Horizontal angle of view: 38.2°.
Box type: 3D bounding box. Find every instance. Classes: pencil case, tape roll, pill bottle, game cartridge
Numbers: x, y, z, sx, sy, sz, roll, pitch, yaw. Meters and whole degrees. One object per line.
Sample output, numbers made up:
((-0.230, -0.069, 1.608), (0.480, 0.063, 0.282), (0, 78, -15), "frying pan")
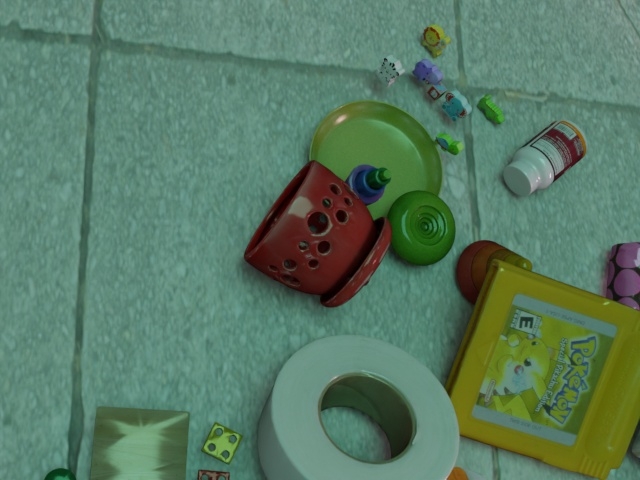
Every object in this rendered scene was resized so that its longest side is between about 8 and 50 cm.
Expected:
((0.552, 0.106, 1.612), (0.098, 0.095, 0.209), (23, 68, -25), "pencil case")
((0.055, 0.280, 1.347), (0.286, 0.100, 0.286), (11, 47, -12), "tape roll")
((0.400, -0.145, 1.653), (0.152, 0.086, 0.086), (-37, 85, -23), "pill bottle")
((0.374, 0.212, 1.477), (0.323, 0.052, 0.285), (19, 95, -9), "game cartridge")

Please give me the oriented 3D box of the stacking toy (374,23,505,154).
((0.219, -0.269, 1.640), (0.221, 0.052, 0.167), (50, 52, 4), "stacking toy")

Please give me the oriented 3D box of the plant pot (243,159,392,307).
((0.000, 0.000, 1.433), (0.174, 0.191, 0.191), (38, 66, -10), "plant pot")

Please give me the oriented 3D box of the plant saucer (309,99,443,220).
((0.092, -0.124, 1.581), (0.241, 0.037, 0.241), (6, 70, -16), "plant saucer")

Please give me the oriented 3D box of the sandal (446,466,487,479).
((0.145, 0.400, 1.398), (0.265, 0.076, 0.102), (7, 47, -12), "sandal")

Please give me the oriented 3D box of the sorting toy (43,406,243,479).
((-0.251, 0.311, 1.326), (0.274, 0.046, 0.132), (6, 70, -14), "sorting toy")

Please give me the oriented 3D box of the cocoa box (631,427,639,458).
((0.736, 0.336, 1.490), (0.347, 0.228, 0.231), (38, 66, -8), "cocoa box")

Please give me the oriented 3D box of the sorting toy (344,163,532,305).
((0.208, -0.016, 1.499), (0.365, 0.126, 0.127), (34, 70, -15), "sorting toy")
